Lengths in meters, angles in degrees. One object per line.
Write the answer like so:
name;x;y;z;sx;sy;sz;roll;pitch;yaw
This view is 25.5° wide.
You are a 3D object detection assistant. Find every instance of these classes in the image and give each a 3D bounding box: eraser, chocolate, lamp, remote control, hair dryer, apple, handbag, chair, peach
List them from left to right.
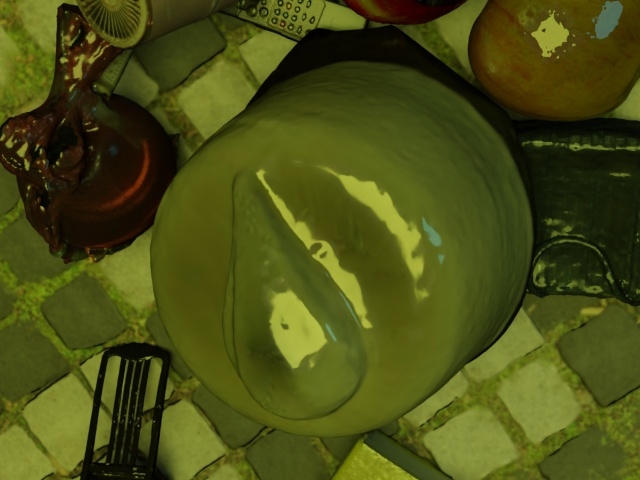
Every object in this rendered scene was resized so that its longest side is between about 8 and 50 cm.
hair dryer;-0.204;-0.304;1.302;0.344;0.189;0.106;33;138;29
lamp;-0.206;-0.089;1.331;0.151;0.223;0.215;19;70;0
chair;-0.193;0.219;1.440;0.084;0.101;0.212;3;64;8
remote control;-0.057;-0.231;1.351;0.212;0.028;0.059;23;107;6
chocolate;0.000;0.000;1.210;0.326;0.297;0.314;43;115;16
eraser;0.051;0.314;1.409;0.158;0.069;0.226;34;104;1
peach;0.077;-0.255;1.269;0.092;0.172;0.127;-26;83;49
apple;0.220;-0.188;1.235;0.155;0.182;0.182;29;104;-1
handbag;0.250;-0.024;1.312;0.270;0.088;0.175;3;108;9
